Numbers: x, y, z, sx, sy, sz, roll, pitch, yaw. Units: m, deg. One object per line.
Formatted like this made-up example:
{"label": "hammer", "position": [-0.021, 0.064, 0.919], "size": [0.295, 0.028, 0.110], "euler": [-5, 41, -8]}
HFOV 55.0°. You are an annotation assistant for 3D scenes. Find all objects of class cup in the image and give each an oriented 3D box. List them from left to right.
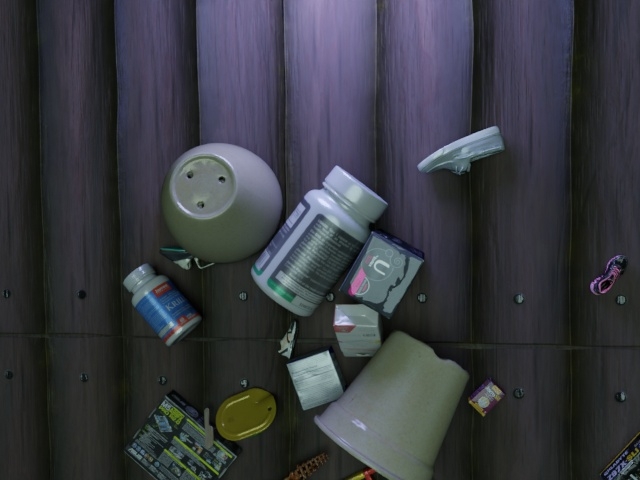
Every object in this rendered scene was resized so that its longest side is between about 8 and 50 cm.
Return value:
{"label": "cup", "position": [-0.275, -0.117, 1.591], "size": [0.331, 0.237, 0.331], "euler": [0, 82, 3]}

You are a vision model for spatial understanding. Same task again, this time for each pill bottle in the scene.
{"label": "pill bottle", "position": [-0.447, 0.176, 1.720], "size": [0.124, 0.124, 0.221], "euler": [-43, 86, 9]}
{"label": "pill bottle", "position": [0.000, 0.000, 1.594], "size": [0.204, 0.204, 0.361], "euler": [39, 98, 7]}

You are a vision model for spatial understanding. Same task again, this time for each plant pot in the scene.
{"label": "plant pot", "position": [0.202, 0.405, 1.531], "size": [0.334, 0.334, 0.305], "euler": [32, 83, 7]}

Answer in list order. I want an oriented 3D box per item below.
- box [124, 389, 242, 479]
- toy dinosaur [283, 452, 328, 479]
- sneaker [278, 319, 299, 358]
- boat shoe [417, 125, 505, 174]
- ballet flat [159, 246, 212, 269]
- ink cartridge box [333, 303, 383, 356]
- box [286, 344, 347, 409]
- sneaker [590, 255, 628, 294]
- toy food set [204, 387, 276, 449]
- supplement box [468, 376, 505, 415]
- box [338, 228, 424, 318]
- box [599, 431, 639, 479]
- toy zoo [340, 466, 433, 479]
{"label": "box", "position": [-0.394, 0.600, 1.761], "size": [0.270, 0.060, 0.216], "euler": [38, 97, 6]}
{"label": "toy dinosaur", "position": [-0.074, 0.727, 1.670], "size": [0.218, 0.164, 0.322], "euler": [34, 119, 25]}
{"label": "sneaker", "position": [-0.089, 0.271, 1.704], "size": [0.043, 0.040, 0.109], "euler": [15, 92, 16]}
{"label": "boat shoe", "position": [0.366, -0.214, 1.583], "size": [0.227, 0.079, 0.081], "euler": [-24, 84, 7]}
{"label": "ballet flat", "position": [-0.355, 0.046, 1.729], "size": [0.203, 0.074, 0.074], "euler": [-5, 91, 8]}
{"label": "ink cartridge box", "position": [0.105, 0.241, 1.622], "size": [0.115, 0.198, 0.067], "euler": [0, 56, 10]}
{"label": "box", "position": [-0.007, 0.373, 1.676], "size": [0.126, 0.072, 0.137], "euler": [-20, 89, 10]}
{"label": "sneaker", "position": [0.731, 0.089, 1.542], "size": [0.047, 0.057, 0.119], "euler": [37, 97, 9]}
{"label": "toy food set", "position": [-0.217, 0.501, 1.725], "size": [0.218, 0.071, 0.128], "euler": [-21, 55, 4]}
{"label": "supplement box", "position": [0.436, 0.410, 1.613], "size": [0.055, 0.043, 0.083], "euler": [44, 98, 7]}
{"label": "box", "position": [0.160, 0.074, 1.534], "size": [0.143, 0.270, 0.165], "euler": [30, 96, 7]}
{"label": "box", "position": [0.914, 0.608, 1.520], "size": [0.322, 0.079, 0.257], "euler": [39, 100, 6]}
{"label": "toy zoo", "position": [0.173, 0.709, 1.678], "size": [0.293, 0.030, 0.192], "euler": [-29, 87, 10]}
